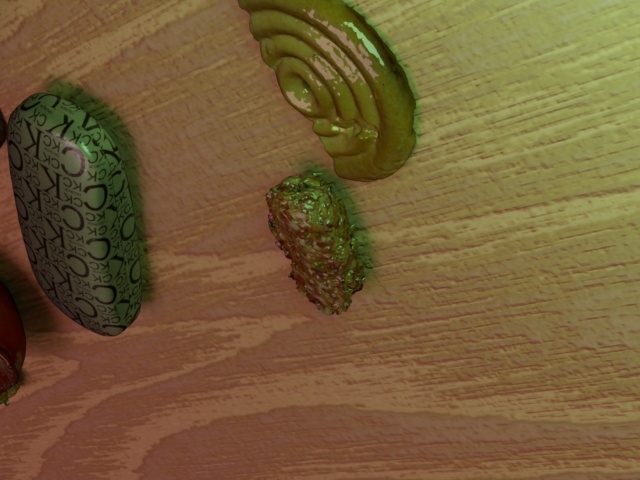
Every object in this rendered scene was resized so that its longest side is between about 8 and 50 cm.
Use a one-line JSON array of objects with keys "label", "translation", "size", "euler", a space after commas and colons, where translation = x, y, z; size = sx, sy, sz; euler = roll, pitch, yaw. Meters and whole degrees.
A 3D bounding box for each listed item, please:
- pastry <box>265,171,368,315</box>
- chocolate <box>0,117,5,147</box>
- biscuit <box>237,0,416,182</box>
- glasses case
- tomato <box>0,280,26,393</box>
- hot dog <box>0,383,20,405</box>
[{"label": "pastry", "translation": [0.002, 0.001, 1.744], "size": [0.087, 0.063, 0.169], "euler": [30, 153, 37]}, {"label": "chocolate", "translation": [-0.473, -0.137, 2.082], "size": [0.214, 0.093, 0.148], "euler": [-8, 124, 52]}, {"label": "biscuit", "translation": [0.018, -0.139, 1.579], "size": [0.144, 0.033, 0.224], "euler": [4, 132, 47]}, {"label": "glasses case", "translation": [-0.275, -0.023, 2.000], "size": [0.137, 0.085, 0.354], "euler": [28, 145, 22]}, {"label": "tomato", "translation": [-0.476, 0.105, 2.320], "size": [0.200, 0.139, 0.233], "euler": [38, 144, -27]}, {"label": "hot dog", "translation": [-0.532, 0.163, 2.532], "size": [0.269, 0.072, 0.109], "euler": [26, 147, 28]}]
